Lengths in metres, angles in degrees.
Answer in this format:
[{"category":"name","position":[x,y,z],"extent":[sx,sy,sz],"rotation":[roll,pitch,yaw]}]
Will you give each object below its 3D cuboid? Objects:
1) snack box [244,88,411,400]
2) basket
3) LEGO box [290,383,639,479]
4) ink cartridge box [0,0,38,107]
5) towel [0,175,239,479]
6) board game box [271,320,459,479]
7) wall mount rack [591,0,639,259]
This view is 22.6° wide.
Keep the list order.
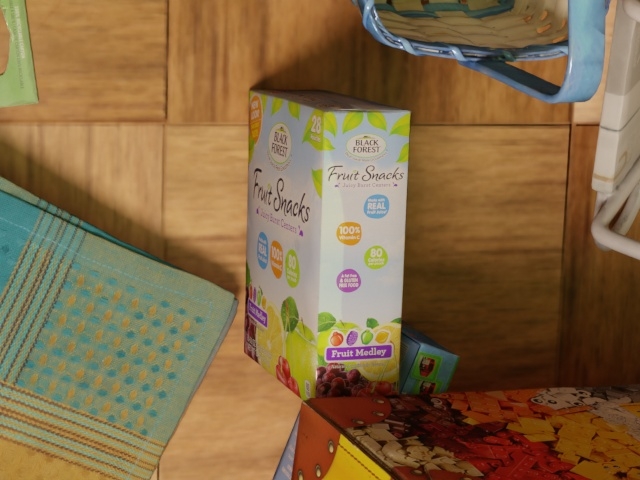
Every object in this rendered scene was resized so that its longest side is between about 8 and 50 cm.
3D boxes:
[{"category":"snack box","position":[0.000,0.000,1.148],"extent":[0.070,0.174,0.207],"rotation":[0,99,-20]},{"category":"basket","position":[0.118,-0.229,1.080],"extent":[0.201,0.289,0.255],"rotation":[-2,100,-21]},{"category":"LEGO box","position":[0.157,0.363,1.118],"extent":[0.372,0.193,0.500],"rotation":[0,107,-27]},{"category":"ink cartridge box","position":[-0.298,-0.127,1.088],"extent":[0.209,0.062,0.109],"rotation":[-10,102,-16]},{"category":"towel","position":[-0.246,0.150,1.127],"extent":[0.271,0.040,0.370],"rotation":[29,82,-28]},{"category":"board game box","position":[0.020,0.159,1.194],"extent":[0.039,0.160,0.212],"rotation":[21,94,-22]},{"category":"wall mount rack","position":[0.311,-0.146,1.199],"extent":[0.304,0.130,0.350],"rotation":[-47,149,-40]}]
